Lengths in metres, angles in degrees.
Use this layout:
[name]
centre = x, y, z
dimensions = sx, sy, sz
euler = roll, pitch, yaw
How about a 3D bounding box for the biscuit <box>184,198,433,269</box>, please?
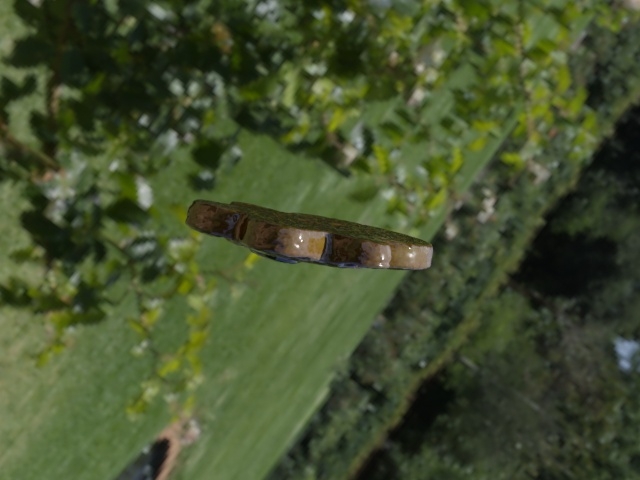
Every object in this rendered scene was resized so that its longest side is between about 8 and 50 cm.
[biscuit]
centre = 0.000, 0.000, 1.148
dimensions = 0.236, 0.180, 0.039
euler = 5, 98, -47
